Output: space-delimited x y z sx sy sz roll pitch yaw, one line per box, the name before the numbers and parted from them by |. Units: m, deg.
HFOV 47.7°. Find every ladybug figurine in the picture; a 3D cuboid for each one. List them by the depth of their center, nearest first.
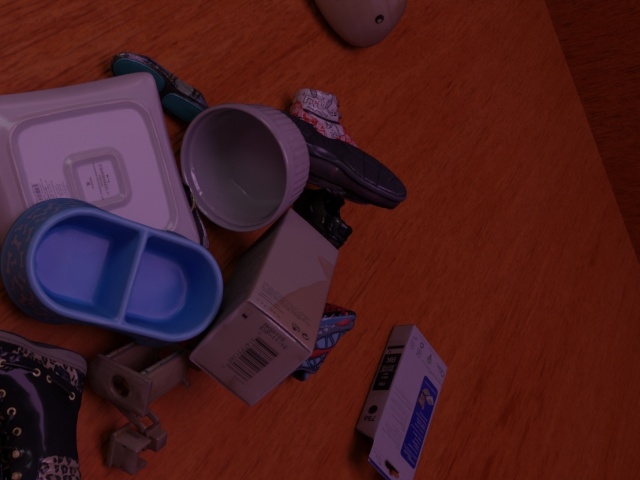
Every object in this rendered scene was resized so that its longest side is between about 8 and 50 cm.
ladybug figurine | 0.074 -0.651 1.560 0.305 0.161 0.450 -32 106 -49

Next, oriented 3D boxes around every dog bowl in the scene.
dog bowl | -0.259 0.047 0.955 0.297 0.074 0.166 21 77 -34

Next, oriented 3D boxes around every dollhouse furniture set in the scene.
dollhouse furniture set | -0.248 0.219 1.061 0.182 0.101 0.161 -27 136 -62

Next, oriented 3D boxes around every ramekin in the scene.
ramekin | -0.116 -0.127 1.186 0.109 0.207 0.207 -34 108 -58

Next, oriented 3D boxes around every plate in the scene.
plate | -0.311 -0.080 0.994 0.278 0.045 0.277 -20 100 -34

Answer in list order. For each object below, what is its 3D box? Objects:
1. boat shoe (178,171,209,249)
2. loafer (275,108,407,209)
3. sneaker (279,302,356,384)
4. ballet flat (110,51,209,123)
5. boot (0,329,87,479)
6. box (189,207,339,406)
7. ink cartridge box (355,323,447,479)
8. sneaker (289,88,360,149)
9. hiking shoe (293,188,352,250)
boat shoe | -0.237 -0.063 1.123 0.228 0.068 0.081 58 44 -24
loafer | 0.013 -0.134 1.339 0.302 0.095 0.109 28 34 -12
sneaker | -0.033 0.187 1.316 0.261 0.104 0.125 -13 112 -49
ballet flat | -0.257 -0.250 1.159 0.188 0.070 0.070 35 56 -43
boot | -0.374 0.204 0.848 0.236 0.085 0.179 26 44 -49
box | -0.075 0.090 1.122 0.121 0.148 0.311 41 26 -11
ink cartridge box | 0.168 0.356 1.525 0.165 0.065 0.333 53 45 -29
sneaker | 0.039 -0.209 1.474 0.270 0.090 0.145 23 67 -43
hiking shoe | 0.000 0.000 1.360 0.086 0.114 0.227 24 64 -45
